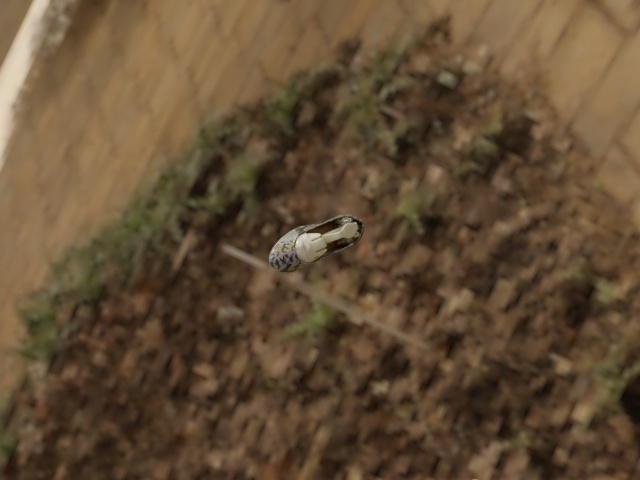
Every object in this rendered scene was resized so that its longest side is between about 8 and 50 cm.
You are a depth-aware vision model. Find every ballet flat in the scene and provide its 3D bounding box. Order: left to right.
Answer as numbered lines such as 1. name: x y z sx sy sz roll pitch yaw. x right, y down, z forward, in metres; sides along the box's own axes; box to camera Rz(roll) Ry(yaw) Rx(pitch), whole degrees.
1. ballet flat: 0.000 0.000 1.790 0.114 0.041 0.041 -24 -8 -37

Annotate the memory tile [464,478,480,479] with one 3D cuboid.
1. memory tile: 0.100 0.207 0.955 0.113 0.012 0.148 -140 41 -64
